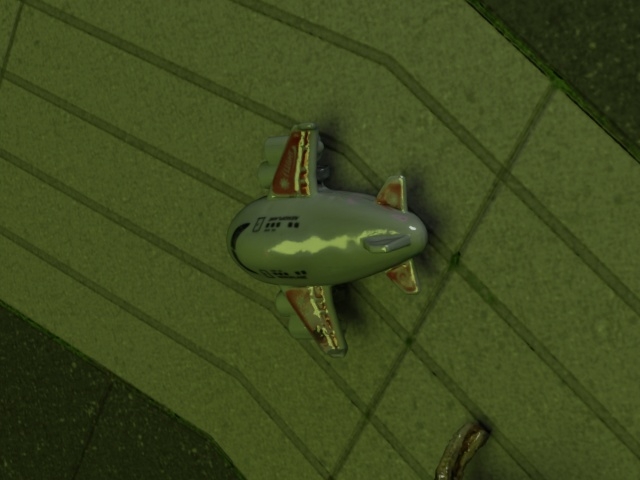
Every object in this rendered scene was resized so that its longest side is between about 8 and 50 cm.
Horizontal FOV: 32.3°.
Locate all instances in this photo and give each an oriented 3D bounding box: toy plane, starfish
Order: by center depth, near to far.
[{"bbox_3d":[0.146,0.345,1.100,0.094,0.375,0.327,-2,76,-7],"label":"starfish"},{"bbox_3d":[0.002,-0.001,1.168,0.252,0.118,0.252,10,108,35],"label":"toy plane"}]
